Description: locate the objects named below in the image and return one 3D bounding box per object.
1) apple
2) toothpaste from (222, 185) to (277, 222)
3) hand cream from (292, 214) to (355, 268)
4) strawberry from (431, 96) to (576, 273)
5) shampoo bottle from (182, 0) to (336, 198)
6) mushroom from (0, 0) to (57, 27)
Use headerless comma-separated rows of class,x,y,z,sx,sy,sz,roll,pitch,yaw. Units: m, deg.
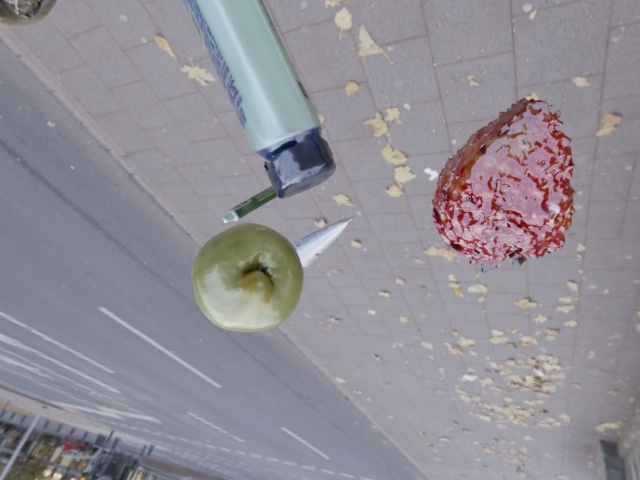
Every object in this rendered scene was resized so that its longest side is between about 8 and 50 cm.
apple,-0.123,0.062,0.704,0.200,0.200,0.200,11,145,8
toothpaste,-0.158,-0.094,1.020,0.049,0.204,0.031,21,132,34
hand cream,0.000,0.000,1.237,0.248,0.133,0.083,-35,94,13
strawberry,0.166,-0.035,0.408,0.140,0.085,0.192,59,166,2
shampoo bottle,-0.092,-0.221,0.473,0.359,0.078,0.134,64,166,0
mushroom,-0.643,-0.551,0.853,0.178,0.226,0.226,38,147,12
